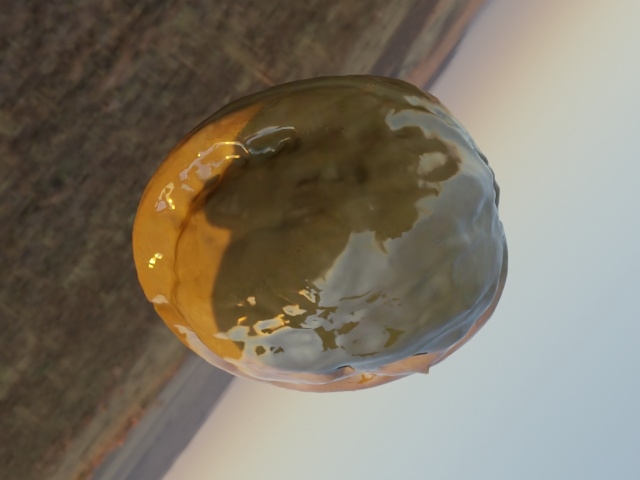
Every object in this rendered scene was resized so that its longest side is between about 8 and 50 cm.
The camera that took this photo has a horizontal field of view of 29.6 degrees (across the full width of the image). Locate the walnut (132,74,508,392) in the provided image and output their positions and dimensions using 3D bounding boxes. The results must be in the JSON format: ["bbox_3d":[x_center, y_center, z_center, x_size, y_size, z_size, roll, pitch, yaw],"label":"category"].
[{"bbox_3d":[0.013,-0.007,1.308,0.383,0.383,0.383,-53,180,0],"label":"walnut"}]
